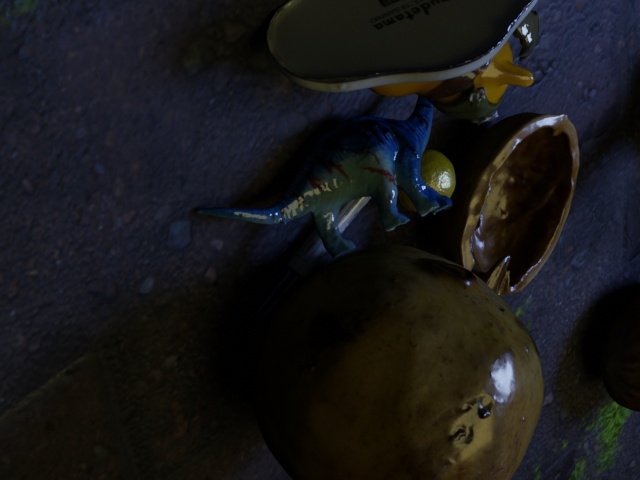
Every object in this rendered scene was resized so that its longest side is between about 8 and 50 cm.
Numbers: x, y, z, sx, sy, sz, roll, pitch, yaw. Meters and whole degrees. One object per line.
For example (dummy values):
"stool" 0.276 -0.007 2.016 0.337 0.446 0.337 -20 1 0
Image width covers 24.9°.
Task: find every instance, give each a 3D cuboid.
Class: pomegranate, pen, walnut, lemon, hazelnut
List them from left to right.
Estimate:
"pen" 0.000 0.000 1.388 0.204 0.025 0.025 -50 142 -11
"pomegranate" 0.074 0.136 1.361 0.281 0.281 0.281 -28 133 -35
"lemon" 0.102 -0.060 1.434 0.083 0.062 0.062 -19 127 -42
"walnut" 0.187 -0.045 1.522 0.167 0.087 0.211 15 100 -46
"hazelnut" 0.468 0.139 1.903 0.181 0.181 0.212 -52 159 -46

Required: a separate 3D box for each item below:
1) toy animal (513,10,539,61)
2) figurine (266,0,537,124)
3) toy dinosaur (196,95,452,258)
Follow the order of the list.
"toy animal" 0.198 -0.274 1.379 0.214 0.093 0.186 -35 145 -42
"figurine" 0.078 -0.161 1.276 0.250 0.167 0.141 -16 144 -7
"toy dinosaur" 0.049 -0.060 1.337 0.329 0.076 0.144 -38 96 -25
